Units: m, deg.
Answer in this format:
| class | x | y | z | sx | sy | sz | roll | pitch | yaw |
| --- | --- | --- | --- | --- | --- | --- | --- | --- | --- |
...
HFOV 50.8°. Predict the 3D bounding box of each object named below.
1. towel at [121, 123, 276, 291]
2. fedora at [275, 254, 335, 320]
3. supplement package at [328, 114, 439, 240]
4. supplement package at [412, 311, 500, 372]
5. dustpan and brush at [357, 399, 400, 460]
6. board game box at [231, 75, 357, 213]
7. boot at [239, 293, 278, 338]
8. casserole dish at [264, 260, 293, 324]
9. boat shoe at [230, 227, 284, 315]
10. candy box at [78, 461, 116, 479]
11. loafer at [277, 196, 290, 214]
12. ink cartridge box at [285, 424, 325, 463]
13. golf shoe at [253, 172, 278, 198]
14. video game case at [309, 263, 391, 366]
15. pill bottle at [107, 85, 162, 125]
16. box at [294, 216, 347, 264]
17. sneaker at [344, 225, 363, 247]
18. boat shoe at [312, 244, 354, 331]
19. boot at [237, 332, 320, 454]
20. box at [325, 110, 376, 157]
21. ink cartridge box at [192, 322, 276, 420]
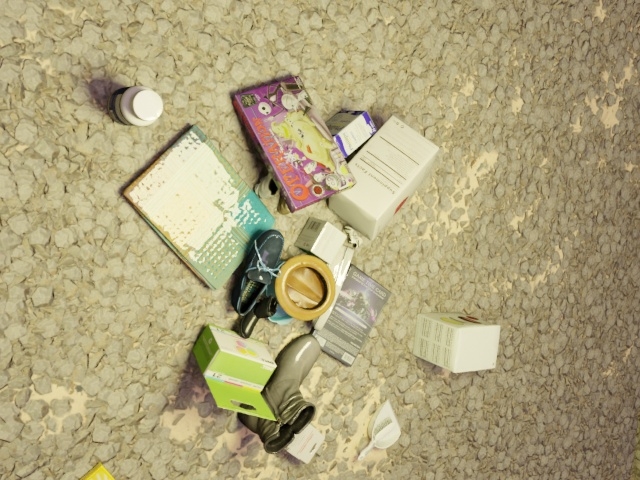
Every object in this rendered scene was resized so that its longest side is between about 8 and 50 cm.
| class | x | y | z | sx | sy | sz | roll | pitch | yaw |
| --- | --- | --- | --- | --- | --- | --- | --- | --- | --- |
| towel | -0.309 | -0.083 | 1.787 | 0.271 | 0.040 | 0.370 | -48 | 119 | -17 |
| fedora | -0.052 | 0.133 | 1.919 | 0.194 | 0.079 | 0.194 | -1 | 93 | -26 |
| supplement package | 0.180 | -0.179 | 1.963 | 0.175 | 0.177 | 0.293 | 38 | 74 | 12 |
| supplement package | 0.453 | 0.334 | 2.250 | 0.194 | 0.203 | 0.149 | 1 | 98 | -34 |
| dustpan and brush | 0.187 | 0.645 | 2.217 | 0.211 | 0.060 | 0.147 | -34 | 115 | -24 |
| board game box | -0.069 | -0.263 | 1.809 | 0.208 | 0.056 | 0.347 | -26 | 83 | -23 |
| boot | -0.169 | 0.210 | 1.866 | 0.045 | 0.099 | 0.121 | 43 | 45 | -36 |
| casserole dish | -0.114 | 0.149 | 1.952 | 0.114 | 0.037 | 0.188 | -6 | 101 | -32 |
| boat shoe | -0.159 | 0.095 | 1.834 | 0.109 | 0.089 | 0.258 | 14 | 111 | -22 |
| candy box | -0.559 | 0.687 | 1.764 | 0.105 | 0.027 | 0.206 | -41 | 118 | -24 |
| loafer | -0.075 | -0.141 | 1.918 | 0.056 | 0.050 | 0.148 | 16 | 90 | -34 |
| ink cartridge box | -0.082 | 0.584 | 2.033 | 0.180 | 0.060 | 0.104 | 45 | 73 | -30 |
| golf shoe | -0.112 | -0.190 | 1.866 | 0.069 | 0.086 | 0.176 | 29 | 81 | -31 |
| video game case | 0.093 | 0.236 | 2.108 | 0.196 | 0.026 | 0.274 | 36 | 78 | -32 |
| pill bottle | -0.432 | -0.316 | 1.585 | 0.094 | 0.169 | 0.094 | -6 | 102 | -32 |
| box | 0.000 | 0.000 | 1.960 | 0.087 | 0.101 | 0.102 | 34 | 81 | -33 |
| sneaker | 0.097 | -0.010 | 2.063 | 0.083 | 0.032 | 0.037 | 46 | 73 | -29 |
| boat shoe | 0.018 | 0.134 | 2.004 | 0.088 | 0.096 | 0.268 | 21 | 85 | 3 |
| boot | -0.070 | 0.436 | 1.913 | 0.118 | 0.222 | 0.338 | 43 | 76 | -30 |
| box | 0.065 | -0.308 | 1.933 | 0.137 | 0.126 | 0.072 | -43 | 119 | -20 |
| ink cartridge box | -0.209 | 0.348 | 1.785 | 0.188 | 0.255 | 0.097 | 25 | 102 | -33 |
